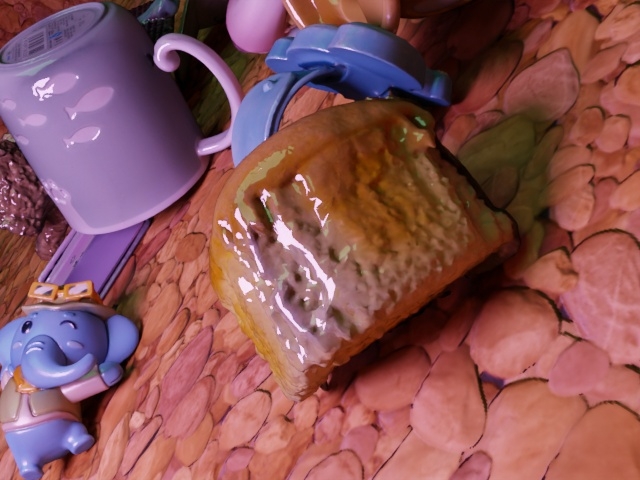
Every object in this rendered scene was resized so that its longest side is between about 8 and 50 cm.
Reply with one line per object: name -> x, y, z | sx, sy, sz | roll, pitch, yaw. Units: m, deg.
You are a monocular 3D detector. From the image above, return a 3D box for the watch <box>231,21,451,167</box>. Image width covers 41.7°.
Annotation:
watch -> 0.017, -0.107, 0.848 | 0.211, 0.210, 0.193 | 15, 86, 60

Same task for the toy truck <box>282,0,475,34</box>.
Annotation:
toy truck -> 0.085, -0.329, 0.889 | 0.211, 0.204, 0.288 | -35, 19, -21

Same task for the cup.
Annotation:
cup -> -0.293, -0.205, 1.257 | 0.356, 0.275, 0.259 | -13, 37, 19

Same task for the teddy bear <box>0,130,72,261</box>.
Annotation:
teddy bear -> -0.505, -0.080, 1.481 | 0.296, 0.222, 0.247 | -7, 95, 59

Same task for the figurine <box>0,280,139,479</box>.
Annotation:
figurine -> -0.340, 0.176, 1.122 | 0.180, 0.154, 0.262 | -31, 52, 20

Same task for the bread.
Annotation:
bread -> 0.000, 0.000, 0.694 | 0.262, 0.162, 0.204 | -43, 71, 23

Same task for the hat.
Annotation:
hat -> -0.212, -0.422, 1.634 | 0.214, 0.149, 0.245 | -124, 34, -71

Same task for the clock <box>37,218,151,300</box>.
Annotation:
clock -> -0.377, 0.020, 1.391 | 0.193, 0.073, 0.144 | -59, 28, -9

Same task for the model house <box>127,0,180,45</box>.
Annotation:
model house -> -0.364, -0.334, 1.573 | 0.249, 0.230, 0.281 | -45, 36, 32

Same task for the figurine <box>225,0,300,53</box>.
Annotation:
figurine -> 0.010, -0.424, 1.134 | 0.284, 0.206, 0.315 | -28, -5, -24
